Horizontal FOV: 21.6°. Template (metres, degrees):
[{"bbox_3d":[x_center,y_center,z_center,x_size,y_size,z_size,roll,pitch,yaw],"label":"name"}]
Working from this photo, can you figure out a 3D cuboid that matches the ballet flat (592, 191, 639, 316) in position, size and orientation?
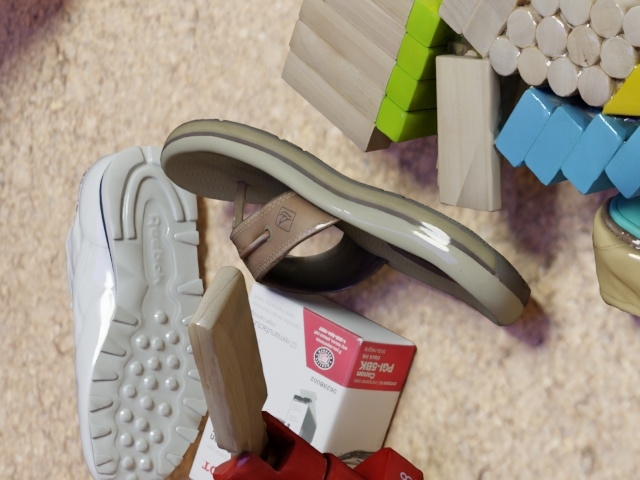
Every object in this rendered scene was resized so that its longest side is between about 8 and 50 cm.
[{"bbox_3d":[0.231,0.047,0.830,0.232,0.080,0.073,35,135,41],"label":"ballet flat"}]

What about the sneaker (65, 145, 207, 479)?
[{"bbox_3d":[-0.133,0.055,1.140,0.095,0.090,0.235,-11,73,53],"label":"sneaker"}]

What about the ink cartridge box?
[{"bbox_3d":[-0.013,0.107,1.034,0.099,0.056,0.135,25,101,40],"label":"ink cartridge box"}]

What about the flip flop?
[{"bbox_3d":[0.000,0.000,1.000,0.277,0.112,0.080,26,85,35],"label":"flip flop"}]

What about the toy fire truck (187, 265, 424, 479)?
[{"bbox_3d":[-0.014,0.159,0.866,0.158,0.246,0.217,-41,18,30],"label":"toy fire truck"}]

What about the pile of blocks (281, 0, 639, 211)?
[{"bbox_3d":[0.138,-0.092,0.904,0.362,0.113,0.149,17,113,46],"label":"pile of blocks"}]
